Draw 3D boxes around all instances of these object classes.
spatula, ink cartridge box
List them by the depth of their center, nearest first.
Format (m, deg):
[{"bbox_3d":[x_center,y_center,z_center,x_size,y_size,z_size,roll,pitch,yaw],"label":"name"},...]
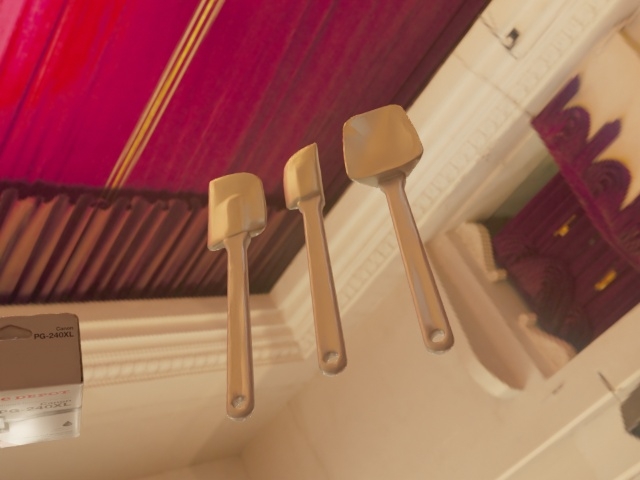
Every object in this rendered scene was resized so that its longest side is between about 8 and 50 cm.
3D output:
[{"bbox_3d":[0.000,0.000,0.529,0.242,0.168,0.019,-99,-12,-50],"label":"spatula"},{"bbox_3d":[-0.257,0.121,0.667,0.109,0.150,0.063,-3,-118,-20],"label":"ink cartridge box"}]
